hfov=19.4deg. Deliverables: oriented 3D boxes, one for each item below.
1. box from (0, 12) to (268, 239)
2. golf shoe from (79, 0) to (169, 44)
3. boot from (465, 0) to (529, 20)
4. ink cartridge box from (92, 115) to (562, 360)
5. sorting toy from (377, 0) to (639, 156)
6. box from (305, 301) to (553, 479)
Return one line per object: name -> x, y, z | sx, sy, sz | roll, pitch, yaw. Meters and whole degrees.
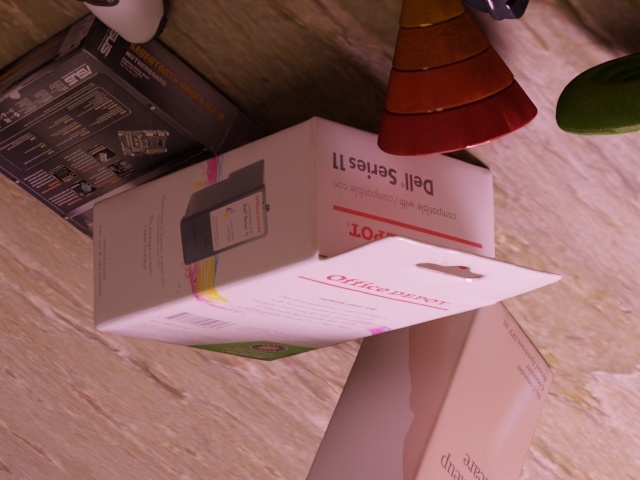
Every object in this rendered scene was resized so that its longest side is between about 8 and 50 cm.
box -> -0.186, -0.093, 1.613 | 0.183, 0.056, 0.231 | 37, 145, -24
golf shoe -> -0.181, -0.205, 1.417 | 0.077, 0.094, 0.198 | 2, 144, 27
boot -> 0.016, -0.245, 1.233 | 0.207, 0.094, 0.246 | -3, 133, 29
ink cartridge box -> 0.000, 0.000, 1.514 | 0.207, 0.119, 0.353 | 14, 158, -42
sorting toy -> 0.192, -0.146, 1.300 | 0.365, 0.127, 0.126 | -5, 109, 32
box -> 0.084, 0.203, 1.642 | 0.121, 0.311, 0.148 | -7, 137, 37
